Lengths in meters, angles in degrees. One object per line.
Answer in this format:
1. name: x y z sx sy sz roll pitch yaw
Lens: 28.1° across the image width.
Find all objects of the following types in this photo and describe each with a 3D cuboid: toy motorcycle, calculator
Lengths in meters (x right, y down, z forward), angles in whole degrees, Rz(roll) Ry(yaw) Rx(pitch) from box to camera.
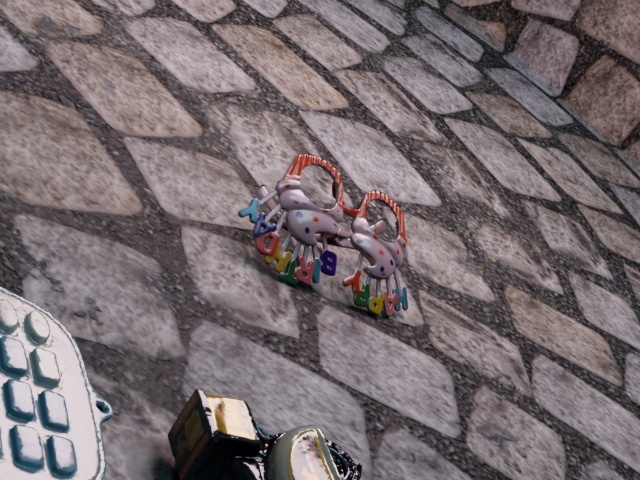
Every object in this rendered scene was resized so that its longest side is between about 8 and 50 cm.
1. toy motorcycle: -0.027 0.243 1.023 0.157 0.091 0.263 15 31 -29
2. calculator: -0.324 0.087 0.959 0.386 0.054 0.256 20 28 -33

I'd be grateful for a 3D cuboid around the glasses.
1. glasses: 0.003 0.003 1.533 0.255 0.095 0.162 24 54 -27
